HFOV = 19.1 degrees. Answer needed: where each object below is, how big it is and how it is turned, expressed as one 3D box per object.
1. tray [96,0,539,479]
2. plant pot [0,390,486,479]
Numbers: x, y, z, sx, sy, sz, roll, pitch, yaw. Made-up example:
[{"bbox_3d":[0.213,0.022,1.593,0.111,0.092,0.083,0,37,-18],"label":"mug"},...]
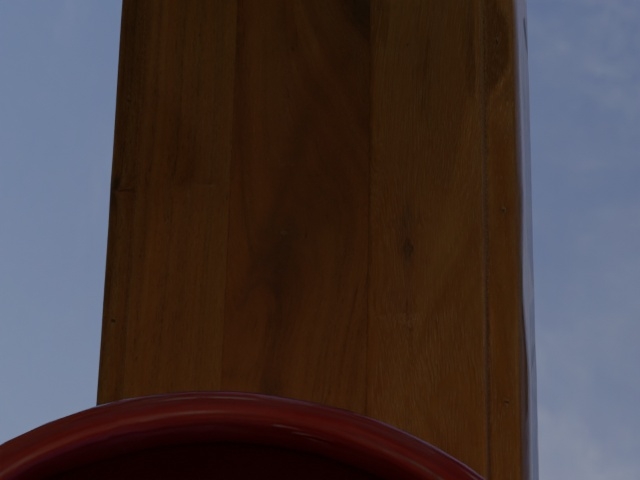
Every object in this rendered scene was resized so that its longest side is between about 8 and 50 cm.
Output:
[{"bbox_3d":[0.000,0.000,0.933,0.076,0.203,0.410,63,26,-64],"label":"tray"},{"bbox_3d":[-0.029,0.161,0.497,0.174,0.191,0.191,100,-24,-47],"label":"plant pot"}]
